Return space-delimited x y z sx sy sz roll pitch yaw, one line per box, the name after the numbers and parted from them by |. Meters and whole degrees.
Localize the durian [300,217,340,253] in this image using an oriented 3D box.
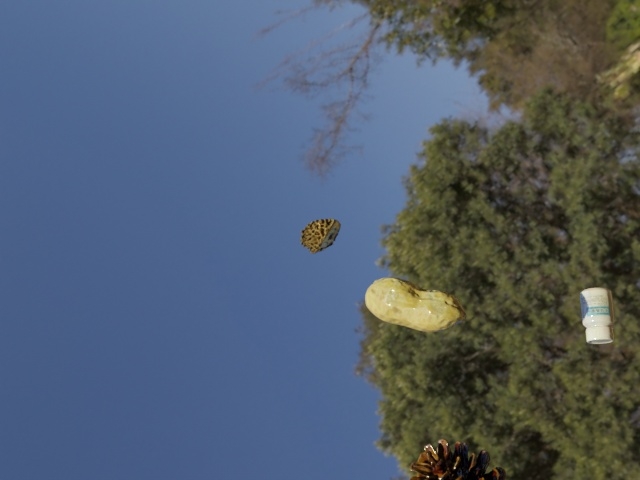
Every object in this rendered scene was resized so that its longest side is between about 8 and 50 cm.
-0.004 -0.009 1.525 0.066 0.130 0.052 -31 -106 -30 | durian

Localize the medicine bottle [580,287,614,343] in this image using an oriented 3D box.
0.471 0.128 1.337 0.052 0.052 0.089 15 -112 -40 | medicine bottle

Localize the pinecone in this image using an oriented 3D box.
0.270 0.500 1.596 0.208 0.208 0.207 30 -144 -25 | pinecone

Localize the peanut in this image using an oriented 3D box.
0.146 0.100 1.243 0.080 0.175 0.080 -21 -64 -52 | peanut
